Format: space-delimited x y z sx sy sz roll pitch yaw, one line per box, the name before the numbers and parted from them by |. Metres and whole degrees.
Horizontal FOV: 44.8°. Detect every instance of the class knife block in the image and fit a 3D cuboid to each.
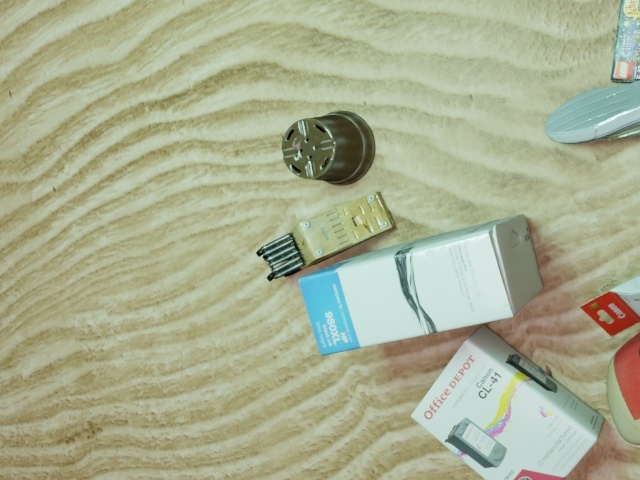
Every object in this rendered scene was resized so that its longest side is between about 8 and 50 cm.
knife block | 0.000 0.000 1.740 0.276 0.242 0.088 -23 86 -18

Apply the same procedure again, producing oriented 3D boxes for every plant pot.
plant pot | 0.008 -0.195 1.653 0.167 0.165 0.166 4 99 27

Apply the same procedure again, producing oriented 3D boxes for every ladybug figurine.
ladybug figurine | 0.651 0.180 1.296 0.162 0.305 0.449 52 129 13

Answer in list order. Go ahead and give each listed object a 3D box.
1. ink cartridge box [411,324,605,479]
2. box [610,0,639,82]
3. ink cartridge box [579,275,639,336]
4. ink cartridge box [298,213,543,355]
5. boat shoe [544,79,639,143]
ink cartridge box | 0.373 0.358 1.564 0.306 0.131 0.226 37 111 16
box | 0.620 -0.397 1.392 0.159 0.044 0.233 8 100 25
ink cartridge box | 0.591 0.123 1.422 0.179 0.145 0.045 -35 41 24
ink cartridge box | 0.204 0.083 1.524 0.395 0.285 0.166 -16 91 27
boat shoe | 0.558 -0.225 1.409 0.302 0.094 0.109 -13 47 43
